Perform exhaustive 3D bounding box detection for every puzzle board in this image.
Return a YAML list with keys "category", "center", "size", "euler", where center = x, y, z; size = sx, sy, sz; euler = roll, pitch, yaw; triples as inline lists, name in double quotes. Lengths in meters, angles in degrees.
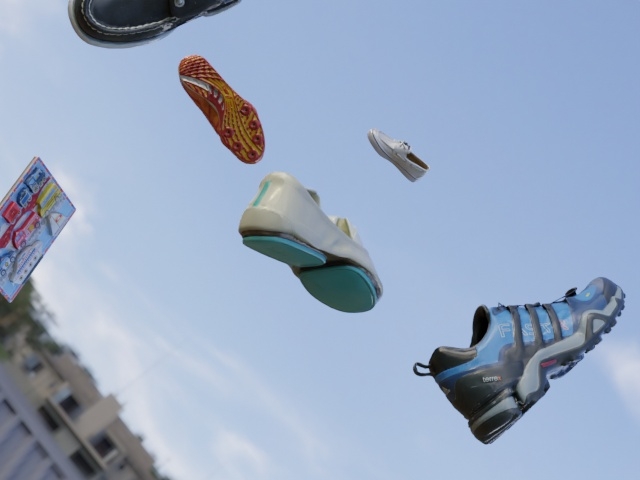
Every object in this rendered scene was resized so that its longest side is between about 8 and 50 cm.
- category: "puzzle board"
  center: [-0.308, -0.010, 1.336]
  size: [0.011, 0.128, 0.096]
  euler: [18, -27, 29]

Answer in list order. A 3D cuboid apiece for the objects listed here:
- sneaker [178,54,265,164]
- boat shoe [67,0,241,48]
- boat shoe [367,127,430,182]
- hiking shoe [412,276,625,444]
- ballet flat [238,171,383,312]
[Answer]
- category: "sneaker"
  center: [-0.129, -0.177, 1.736]
  size: [0.175, 0.064, 0.067]
  euler: [56, -6, 10]
- category: "boat shoe"
  center: [-0.145, -0.310, 1.475]
  size: [0.114, 0.302, 0.091]
  euler: [63, -23, -9]
- category: "boat shoe"
  center: [0.106, -0.119, 1.703]
  size: [0.100, 0.035, 0.035]
  euler: [42, -54, -19]
- category: "hiking shoe"
  center: [0.256, 0.110, 1.551]
  size: [0.132, 0.304, 0.113]
  euler: [47, -38, 11]
- category: "ballet flat"
  center: [0.000, 0.000, 1.261]
  size: [0.086, 0.086, 0.248]
  euler: [38, -2, 31]
